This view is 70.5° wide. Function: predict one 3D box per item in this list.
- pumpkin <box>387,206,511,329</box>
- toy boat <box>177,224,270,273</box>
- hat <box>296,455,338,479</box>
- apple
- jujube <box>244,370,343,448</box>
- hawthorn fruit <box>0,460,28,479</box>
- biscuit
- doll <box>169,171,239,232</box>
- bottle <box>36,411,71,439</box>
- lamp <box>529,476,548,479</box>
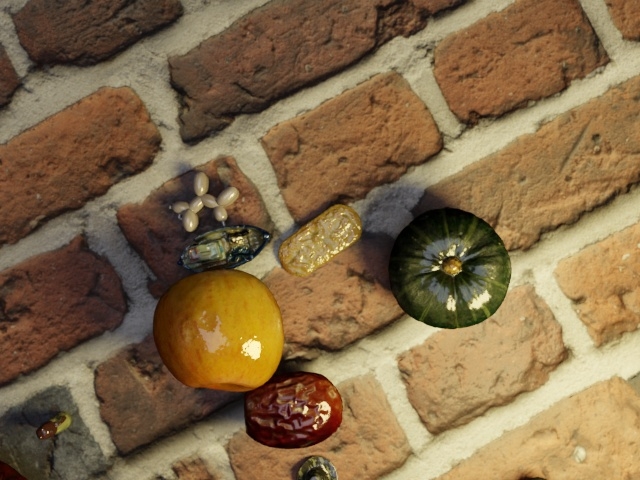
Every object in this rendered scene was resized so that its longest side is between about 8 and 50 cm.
[{"bbox_3d":[0.317,0.069,1.128,0.300,0.207,0.300,-2,83,14],"label":"pumpkin"},{"bbox_3d":[-0.254,0.022,1.175,0.262,0.115,0.114,-16,88,0],"label":"toy boat"},{"bbox_3d":[-0.007,0.632,1.180,0.121,0.050,0.121,0,90,-2],"label":"hat"},{"bbox_3d":[-0.235,0.222,1.074,0.299,0.299,0.275,-14,69,0],"label":"apple"},{"bbox_3d":[-0.067,0.421,1.125,0.243,0.183,0.183,-1,88,-10],"label":"jujube"},{"bbox_3d":[-0.841,0.698,1.080,0.295,0.295,0.311,11,89,1],"label":"hawthorn fruit"},{"bbox_3d":[0.000,0.000,1.217,0.247,0.029,0.118,-36,88,-1],"label":"biscuit"},{"bbox_3d":[-0.315,-0.095,1.209,0.161,0.059,0.160,23,87,1],"label":"doll"},{"bbox_3d":[-0.689,0.478,1.166,0.047,0.101,0.063,32,88,2],"label":"bottle"},{"bbox_3d":[0.560,0.725,1.097,0.197,0.198,0.244,38,71,2],"label":"lamp"}]
